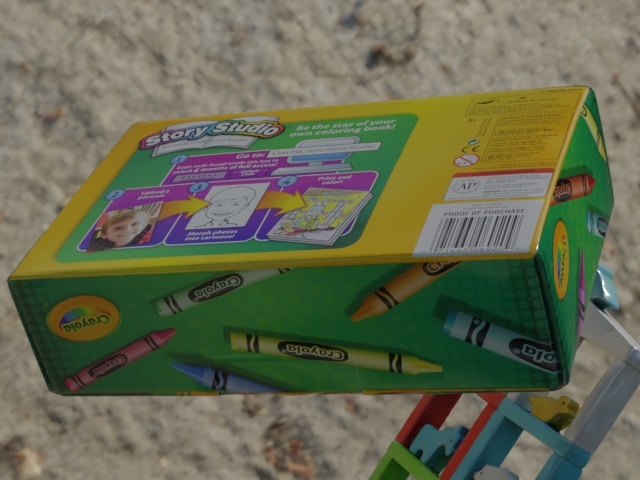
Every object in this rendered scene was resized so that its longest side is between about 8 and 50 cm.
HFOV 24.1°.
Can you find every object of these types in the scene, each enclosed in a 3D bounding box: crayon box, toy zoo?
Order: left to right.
[{"bbox_3d":[0.000,0.000,0.783,0.165,0.278,0.081,-62,142,-52],"label":"crayon box"},{"bbox_3d":[0.157,0.144,1.246,0.030,0.192,0.293,33,90,-31],"label":"toy zoo"}]
